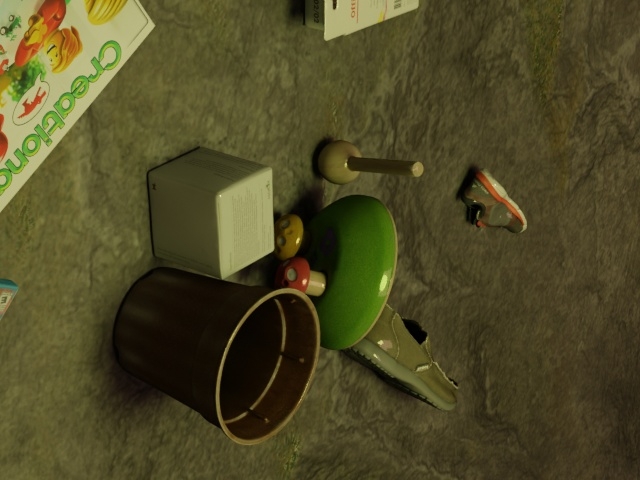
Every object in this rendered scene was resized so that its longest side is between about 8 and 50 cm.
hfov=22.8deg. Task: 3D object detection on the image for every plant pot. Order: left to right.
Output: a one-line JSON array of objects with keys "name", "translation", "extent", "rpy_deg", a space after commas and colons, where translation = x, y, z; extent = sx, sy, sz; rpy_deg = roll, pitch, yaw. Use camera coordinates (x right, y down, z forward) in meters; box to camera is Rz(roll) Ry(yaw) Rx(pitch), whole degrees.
[{"name": "plant pot", "translation": [-0.115, 0.107, 1.657], "extent": [0.167, 0.165, 0.167], "rpy_deg": [-29, 128, -45]}]

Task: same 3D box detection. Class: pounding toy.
[{"name": "pounding toy", "translation": [0.000, 0.000, 1.801], "extent": [0.110, 0.183, 0.237], "rpy_deg": [15, 92, -30]}]

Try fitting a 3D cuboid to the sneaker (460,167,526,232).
[{"name": "sneaker", "translation": [0.233, -0.044, 2.195], "extent": [0.065, 0.061, 0.158], "rpy_deg": [-42, 142, 3]}]

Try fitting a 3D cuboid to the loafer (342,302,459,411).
[{"name": "loafer", "translation": [0.122, 0.152, 2.076], "extent": [0.087, 0.094, 0.251], "rpy_deg": [-62, 145, -8]}]

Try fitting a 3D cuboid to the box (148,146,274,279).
[{"name": "box", "translation": [-0.113, -0.030, 1.653], "extent": [0.087, 0.101, 0.102], "rpy_deg": [-29, 127, -45]}]

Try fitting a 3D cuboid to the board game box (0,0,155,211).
[{"name": "board game box", "translation": [-0.290, -0.144, 1.370], "extent": [0.305, 0.053, 0.193], "rpy_deg": [-53, 143, -16]}]

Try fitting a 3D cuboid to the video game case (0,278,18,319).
[{"name": "video game case", "translation": [-0.351, 0.101, 1.409], "extent": [0.119, 0.015, 0.166], "rpy_deg": [12, 113, -56]}]

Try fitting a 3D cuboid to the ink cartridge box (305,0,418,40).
[{"name": "ink cartridge box", "translation": [0.037, -0.296, 1.779], "extent": [0.181, 0.061, 0.104], "rpy_deg": [-27, 126, -47]}]
